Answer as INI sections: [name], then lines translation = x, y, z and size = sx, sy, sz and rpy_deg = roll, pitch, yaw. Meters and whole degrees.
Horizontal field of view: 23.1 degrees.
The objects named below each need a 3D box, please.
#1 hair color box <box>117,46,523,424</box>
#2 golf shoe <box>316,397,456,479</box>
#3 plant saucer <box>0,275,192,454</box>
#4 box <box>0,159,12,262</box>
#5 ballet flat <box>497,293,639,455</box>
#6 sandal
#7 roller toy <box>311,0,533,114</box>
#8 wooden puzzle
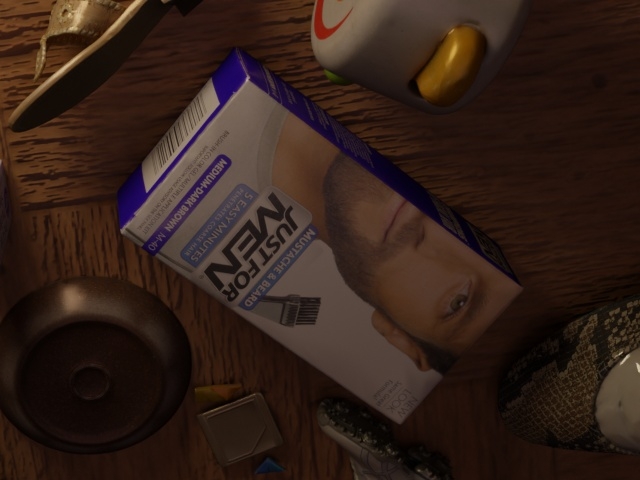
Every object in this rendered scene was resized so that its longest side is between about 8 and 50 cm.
[hair color box]
translation = 0.000, 0.000, 1.451
size = 0.339, 0.110, 0.185
rpy_deg = 35, 104, -22
[golf shoe]
translation = 0.053, 0.230, 1.586
size = 0.176, 0.069, 0.086
rpy_deg = 36, 111, -20
[plant saucer]
translation = -0.223, 0.130, 1.516
size = 0.198, 0.036, 0.199
rpy_deg = -3, 113, -7
[box]
translation = -0.306, 0.021, 1.295
size = 0.063, 0.324, 0.067
rpy_deg = -4, 114, -3
[ballet flat]
translation = 0.414, 0.112, 1.518
size = 0.482, 0.182, 0.164
rpy_deg = -19, 116, 1
[sandal]
translation = -0.193, -0.196, 1.366
size = 0.240, 0.088, 0.079
rpy_deg = -38, 82, 2
[roller toy]
translation = 0.094, -0.209, 1.320
size = 0.146, 0.209, 0.191
rpy_deg = 21, 89, -18
[wooden puzzle]
translation = -0.081, 0.189, 1.576
size = 0.078, 0.014, 0.116
rpy_deg = -13, 115, 3
